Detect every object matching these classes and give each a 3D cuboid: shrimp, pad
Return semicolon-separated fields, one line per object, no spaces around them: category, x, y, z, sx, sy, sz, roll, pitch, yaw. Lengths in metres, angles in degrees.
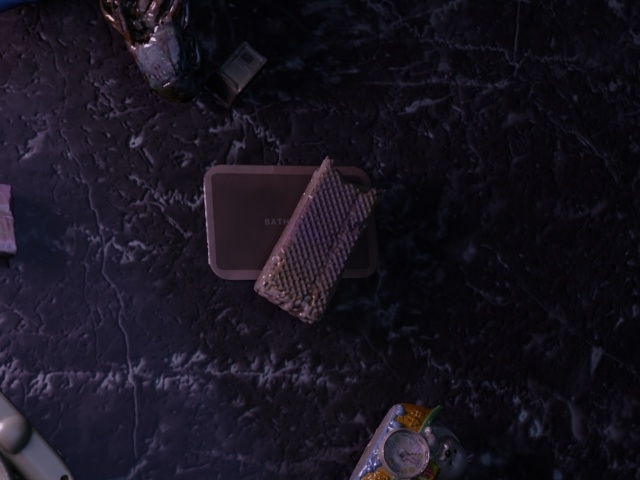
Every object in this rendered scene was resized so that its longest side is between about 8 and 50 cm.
shrimp;-0.238;-0.372;1.880;0.137;0.172;0.372;-55;129;-50
pad;-0.042;-0.028;1.984;0.266;0.002;0.176;-1;77;-19

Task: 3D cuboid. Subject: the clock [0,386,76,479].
clock;-0.491;0.339;1.682;0.265;0.108;0.324;48;68;-4

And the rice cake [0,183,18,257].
rice cake;-0.555;-0.042;1.783;0.298;0.050;0.106;6;74;-17

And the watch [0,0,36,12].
watch;-0.447;-0.433;1.842;0.305;0.241;0.274;20;65;-49

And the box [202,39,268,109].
box;-0.124;-0.248;1.977;0.060;0.063;0.084;42;68;-7

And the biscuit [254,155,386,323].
biscuit;0.000;0.000;1.958;0.108;0.062;0.239;32;70;-12

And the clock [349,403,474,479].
clock;0.128;0.336;1.902;0.144;0.103;0.231;33;67;0
